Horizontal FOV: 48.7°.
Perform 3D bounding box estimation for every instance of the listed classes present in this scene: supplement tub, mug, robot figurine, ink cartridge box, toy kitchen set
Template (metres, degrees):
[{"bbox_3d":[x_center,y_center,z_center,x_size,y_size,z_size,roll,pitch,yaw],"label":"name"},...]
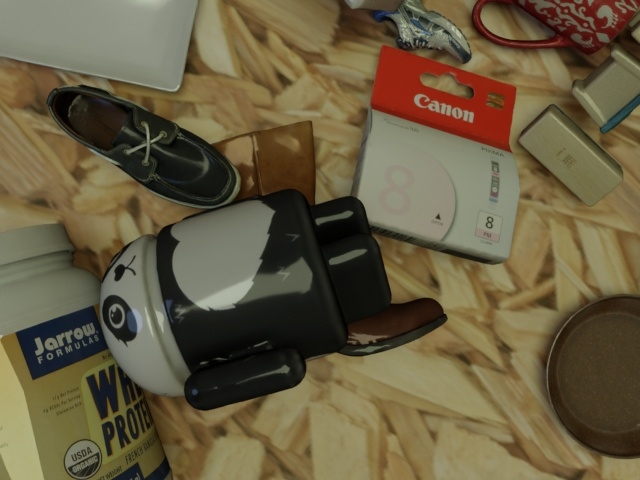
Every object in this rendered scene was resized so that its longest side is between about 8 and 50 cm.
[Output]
[{"bbox_3d":[-0.304,0.161,0.722,0.228,0.228,0.316,-20,91,-4],"label":"supplement tub"},{"bbox_3d":[0.276,-0.299,0.850,0.169,0.150,0.113,35,50,-7],"label":"mug"},{"bbox_3d":[-0.076,0.048,0.697,0.278,0.209,0.174,-17,94,2],"label":"robot figurine"},{"bbox_3d":[0.140,-0.106,0.816,0.189,0.066,0.233,15,81,-11],"label":"ink cartridge box"},{"bbox_3d":[0.368,-0.174,0.861,0.122,0.166,0.207,43,123,-2],"label":"toy kitchen set"}]

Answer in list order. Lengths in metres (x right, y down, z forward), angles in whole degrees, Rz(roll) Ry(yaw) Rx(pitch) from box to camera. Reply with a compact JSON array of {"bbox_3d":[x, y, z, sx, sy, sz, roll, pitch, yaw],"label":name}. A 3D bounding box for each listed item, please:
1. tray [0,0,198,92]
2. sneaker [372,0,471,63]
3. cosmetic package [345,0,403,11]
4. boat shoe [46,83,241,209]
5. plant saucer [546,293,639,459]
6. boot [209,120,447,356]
[{"bbox_3d":[-0.284,-0.267,0.832,0.270,0.030,0.145,11,87,-4],"label":"tray"},{"bbox_3d":[0.121,-0.250,0.856,0.135,0.052,0.058,39,96,5],"label":"sneaker"},{"bbox_3d":[-0.005,-0.449,0.739,0.385,0.156,0.217,47,116,2],"label":"cosmetic package"},{"bbox_3d":[-0.198,-0.104,0.789,0.233,0.079,0.084,30,92,9],"label":"boat shoe"},{"bbox_3d":[0.366,0.164,0.865,0.198,0.036,0.199,0,88,-4],"label":"plant saucer"},{"bbox_3d":[0.000,0.000,0.836,0.264,0.096,0.281,-9,82,3],"label":"boot"}]
